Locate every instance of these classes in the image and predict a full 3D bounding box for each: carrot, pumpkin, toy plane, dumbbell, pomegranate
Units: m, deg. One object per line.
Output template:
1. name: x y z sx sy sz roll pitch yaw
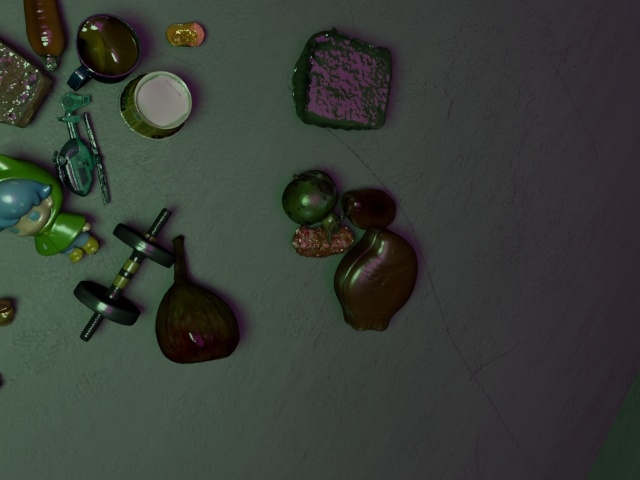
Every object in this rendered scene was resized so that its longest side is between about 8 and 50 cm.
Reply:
1. carrot: -0.544 -0.497 0.984 0.069 0.069 0.337 -8 98 -23
2. pumpkin: -0.297 -0.451 1.120 0.083 0.028 0.050 -4 102 -15
3. toy plane: -0.504 -0.184 1.056 0.096 0.060 0.235 -15 108 -30
4. dumbbell: -0.415 0.071 1.091 0.143 0.143 0.326 34 84 -25
5. pomegranate: -0.007 -0.093 1.242 0.169 0.148 0.149 30 86 -4

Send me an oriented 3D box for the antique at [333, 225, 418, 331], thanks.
1. antique: 0.142 0.099 1.346 0.223 0.129 0.279 0 108 -29

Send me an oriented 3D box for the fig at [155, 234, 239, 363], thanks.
1. fig: -0.307 0.154 1.180 0.190 0.191 0.290 -24 68 -19

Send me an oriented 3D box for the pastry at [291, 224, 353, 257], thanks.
1. pastry: 0.000 0.003 1.318 0.169 0.063 0.087 0 90 -20

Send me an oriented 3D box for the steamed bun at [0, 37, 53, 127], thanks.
1. steamed bun: -0.612 -0.304 0.959 0.175 0.106 0.145 34 84 -28

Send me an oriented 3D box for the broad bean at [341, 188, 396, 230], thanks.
1. broad bean: 0.131 -0.082 1.347 0.165 0.084 0.114 4 123 -29

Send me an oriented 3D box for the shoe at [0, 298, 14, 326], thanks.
1. shoe: -0.679 0.138 1.026 0.109 0.072 0.069 23 127 -21

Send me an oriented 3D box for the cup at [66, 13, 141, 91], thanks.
1. cup: -0.438 -0.369 1.009 0.150 0.138 0.114 -20 106 -20

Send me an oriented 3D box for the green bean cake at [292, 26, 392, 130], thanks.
1. green bean cake: 0.052 -0.383 1.240 0.227 0.125 0.223 5 99 -23

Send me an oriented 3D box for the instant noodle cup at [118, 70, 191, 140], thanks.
1. instant noodle cup: -0.341 -0.287 1.077 0.151 0.122 0.152 -5 102 -26

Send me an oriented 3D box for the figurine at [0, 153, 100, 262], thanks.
1. figurine: -0.565 -0.053 1.009 0.162 0.143 0.263 -25 132 17
